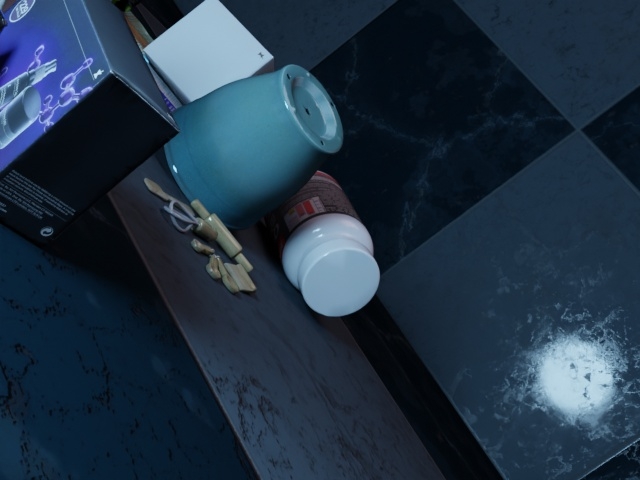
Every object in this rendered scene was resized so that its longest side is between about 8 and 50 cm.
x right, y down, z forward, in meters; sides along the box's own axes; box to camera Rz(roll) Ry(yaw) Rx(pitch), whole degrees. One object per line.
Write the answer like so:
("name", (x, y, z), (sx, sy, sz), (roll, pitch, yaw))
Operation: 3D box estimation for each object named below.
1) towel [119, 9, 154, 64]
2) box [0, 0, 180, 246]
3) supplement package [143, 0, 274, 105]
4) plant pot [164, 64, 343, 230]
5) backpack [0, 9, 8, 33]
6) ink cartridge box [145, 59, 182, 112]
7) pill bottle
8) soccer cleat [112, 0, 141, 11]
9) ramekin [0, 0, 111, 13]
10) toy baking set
("towel", (-0.460, -0.512, 1.974), (0.370, 0.040, 0.271), (52, 6, -6))
("box", (-0.275, -0.152, 0.779), (0.103, 0.184, 0.261), (46, 9, -47))
("supplement package", (-0.238, -0.362, 1.689), (0.198, 0.199, 0.262), (47, -10, 8))
("plant pot", (-0.109, -0.192, 1.416), (0.271, 0.255, 0.271), (37, 39, -38))
("backpack", (-0.370, -0.187, 0.699), (0.098, 0.101, 0.120), (44, 43, -33))
("ink cartridge box", (-0.313, -0.254, 1.537), (0.371, 0.069, 0.176), (53, 7, -16))
("pill bottle", (0.000, 0.000, 1.718), (0.210, 0.210, 0.363), (48, 8, -32))
("soccer cleat", (-0.498, -0.612, 1.910), (0.072, 0.060, 0.179), (60, 14, 0))
("ramekin", (-0.369, -0.369, 0.976), (0.127, 0.273, 0.273), (42, 8, -3))
("toy baking set", (-0.190, -0.011, 1.263), (0.256, 0.030, 0.197), (52, 7, -2))
